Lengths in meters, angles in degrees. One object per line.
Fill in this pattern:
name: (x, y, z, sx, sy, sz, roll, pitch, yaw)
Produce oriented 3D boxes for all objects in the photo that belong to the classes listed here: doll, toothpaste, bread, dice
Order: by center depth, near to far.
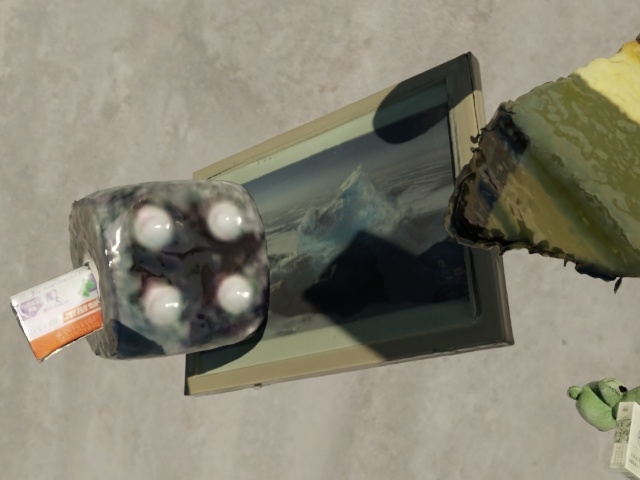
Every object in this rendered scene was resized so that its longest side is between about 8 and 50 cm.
bread: (0.163, -0.036, 0.413, 0.127, 0.147, 0.152, 59, 158, 11)
toothpaste: (-0.169, 0.050, 0.455, 0.040, 0.047, 0.196, 65, 158, -2)
dice: (-0.170, 0.031, 0.771, 0.181, 0.183, 0.183, -7, 90, 58)
doll: (0.439, 0.234, 0.990, 0.115, 0.077, 0.150, 54, 149, -12)

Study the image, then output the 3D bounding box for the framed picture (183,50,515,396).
framed picture: (0.000, 0.000, 0.825, 0.446, 0.028, 0.326, -18, 63, 34)

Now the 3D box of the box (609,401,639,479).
box: (0.375, 0.242, 0.826, 0.024, 0.054, 0.083, -25, 36, 54)
